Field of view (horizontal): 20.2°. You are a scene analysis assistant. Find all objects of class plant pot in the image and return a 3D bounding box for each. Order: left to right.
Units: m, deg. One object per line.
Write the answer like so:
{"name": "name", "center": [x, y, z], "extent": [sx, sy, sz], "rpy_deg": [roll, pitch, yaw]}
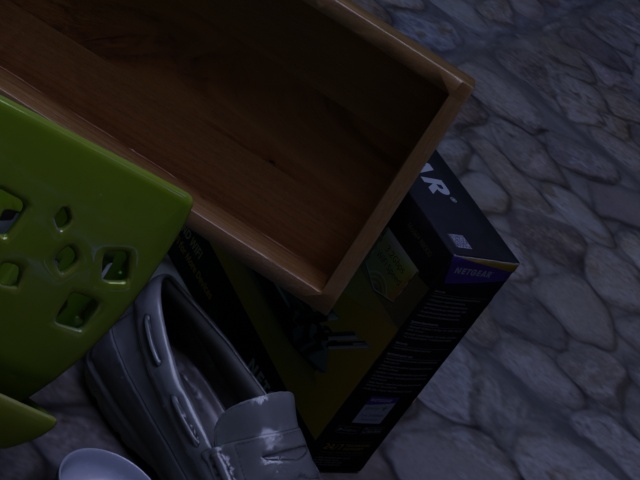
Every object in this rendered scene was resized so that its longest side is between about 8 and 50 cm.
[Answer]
{"name": "plant pot", "center": [-0.254, 0.005, 1.190], "extent": [0.227, 0.207, 0.228], "rpy_deg": [28, -7, -28]}

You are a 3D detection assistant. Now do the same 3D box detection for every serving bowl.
{"name": "serving bowl", "center": [-0.153, 0.186, 1.271], "extent": [0.083, 0.027, 0.083], "rpy_deg": [27, 28, -16]}

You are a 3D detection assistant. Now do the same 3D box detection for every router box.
{"name": "router box", "center": [0.000, 0.000, 1.506], "extent": [0.081, 0.243, 0.309], "rpy_deg": [8, 37, -42]}

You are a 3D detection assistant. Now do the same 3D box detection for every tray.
{"name": "tray", "center": [-0.111, -0.143, 1.348], "extent": [0.411, 0.203, 0.076], "rpy_deg": [33, 13, 0]}

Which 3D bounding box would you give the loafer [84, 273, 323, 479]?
{"name": "loafer", "center": [-0.058, 0.160, 1.327], "extent": [0.319, 0.111, 0.112], "rpy_deg": [47, 30, 23]}

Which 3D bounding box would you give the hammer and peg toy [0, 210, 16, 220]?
{"name": "hammer and peg toy", "center": [-0.408, -0.148, 1.417], "extent": [0.266, 0.127, 0.361], "rpy_deg": [9, 34, -40]}
